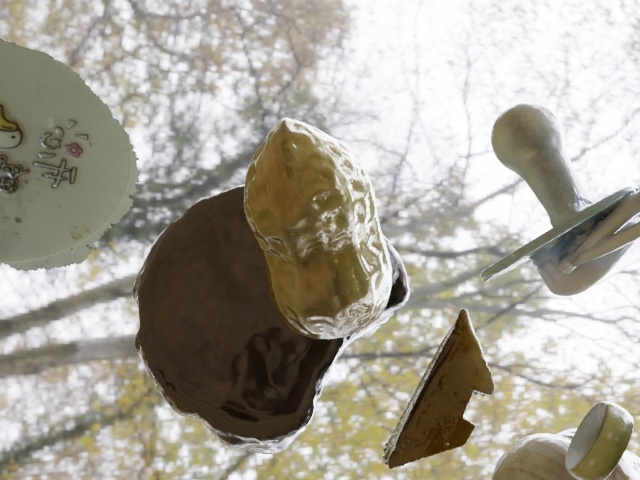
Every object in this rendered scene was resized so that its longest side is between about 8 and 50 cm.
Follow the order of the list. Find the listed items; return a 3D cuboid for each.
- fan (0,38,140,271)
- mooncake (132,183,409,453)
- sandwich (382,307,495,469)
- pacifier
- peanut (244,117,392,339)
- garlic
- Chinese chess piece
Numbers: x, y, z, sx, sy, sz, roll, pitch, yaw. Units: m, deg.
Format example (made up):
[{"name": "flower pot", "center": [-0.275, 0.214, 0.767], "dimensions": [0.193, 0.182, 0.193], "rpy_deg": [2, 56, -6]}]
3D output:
[{"name": "fan", "center": [-0.339, -0.092, 0.876], "dimensions": [0.012, 0.415, 0.233], "rpy_deg": [121, -23, -47]}, {"name": "mooncake", "center": [-0.084, 0.098, 1.647], "dimensions": [0.350, 0.381, 0.212], "rpy_deg": [45, -17, 13]}, {"name": "sandwich", "center": [0.173, 0.217, 1.584], "dimensions": [0.244, 0.088, 0.090], "rpy_deg": [-62, -178, -11]}, {"name": "pacifier", "center": [0.289, -0.065, 1.350], "dimensions": [0.244, 0.299, 0.233], "rpy_deg": [-41, -103, 37]}, {"name": "peanut", "center": [0.000, 0.000, 1.273], "dimensions": [0.152, 0.152, 0.313], "rpy_deg": [39, -27, 39]}, {"name": "garlic", "center": [0.362, 0.413, 1.587], "dimensions": [0.241, 0.322, 0.321], "rpy_deg": [2, -92, 43]}, {"name": "Chinese chess piece", "center": [0.273, 0.199, 1.133], "dimensions": [0.034, 0.084, 0.084], "rpy_deg": [29, -68, 1]}]
